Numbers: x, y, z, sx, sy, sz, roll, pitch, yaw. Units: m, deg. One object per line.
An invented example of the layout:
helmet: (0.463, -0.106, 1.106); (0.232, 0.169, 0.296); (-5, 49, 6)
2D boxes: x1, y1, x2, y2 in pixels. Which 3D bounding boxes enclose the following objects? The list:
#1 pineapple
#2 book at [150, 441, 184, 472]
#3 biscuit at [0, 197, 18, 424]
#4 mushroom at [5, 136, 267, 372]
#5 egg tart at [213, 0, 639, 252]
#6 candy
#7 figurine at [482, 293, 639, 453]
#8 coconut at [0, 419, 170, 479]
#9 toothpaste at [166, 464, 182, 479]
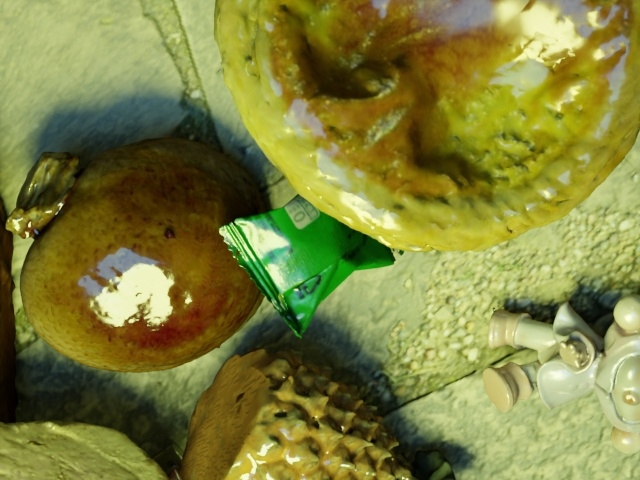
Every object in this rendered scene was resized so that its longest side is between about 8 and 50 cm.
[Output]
pineapple: (0.034, 0.269, 1.776); (0.357, 0.223, 0.223); (29, 112, -23)
book: (-0.204, 0.343, 1.922); (0.199, 0.016, 0.138); (-37, 101, 18)
biscuit: (-0.509, 0.082, 1.790); (0.343, 0.166, 0.395); (6, 112, 5)
mushroom: (-0.196, 0.013, 1.704); (0.283, 0.195, 0.263); (24, 100, 1)
egg tart: (0.113, -0.210, 1.559); (0.443, 0.178, 0.443); (0, 89, -1)
candy: (0.003, 0.001, 1.684); (0.078, 0.203, 0.141); (-2, 117, 42)
figurine: (0.312, 0.129, 1.713); (0.276, 0.133, 0.200); (4, 122, 12)
coconut: (-0.300, 0.372, 1.699); (0.297, 0.297, 0.309); (23, 116, 0)
toothpaste: (-0.226, 0.355, 1.901); (0.062, 0.039, 0.239); (46, 107, -2)
